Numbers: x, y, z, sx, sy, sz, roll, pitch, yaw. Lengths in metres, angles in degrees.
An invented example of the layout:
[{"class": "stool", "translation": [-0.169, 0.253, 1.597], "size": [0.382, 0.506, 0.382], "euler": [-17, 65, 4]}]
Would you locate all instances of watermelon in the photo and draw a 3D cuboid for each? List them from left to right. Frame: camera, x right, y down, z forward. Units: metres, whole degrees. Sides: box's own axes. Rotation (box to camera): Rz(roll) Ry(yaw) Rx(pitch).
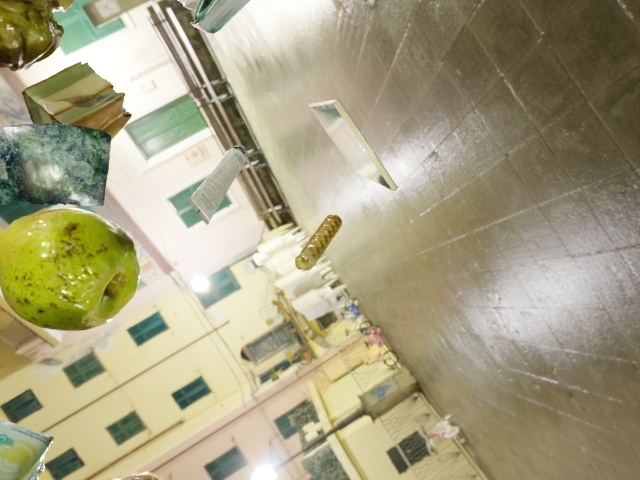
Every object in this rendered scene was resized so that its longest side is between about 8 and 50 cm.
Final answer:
[{"class": "watermelon", "translation": [-0.568, -0.129, 0.871], "size": [0.226, 0.319, 0.148], "euler": [32, -129, -84]}]

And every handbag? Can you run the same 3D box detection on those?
[{"class": "handbag", "translation": [-0.215, -0.631, 1.015], "size": [0.100, 0.274, 0.268], "euler": [49, -167, -18]}]

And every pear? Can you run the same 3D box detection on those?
[{"class": "pear", "translation": [-0.750, 0.080, 1.255], "size": [0.391, 0.391, 0.391], "euler": [58, 172, 12]}]

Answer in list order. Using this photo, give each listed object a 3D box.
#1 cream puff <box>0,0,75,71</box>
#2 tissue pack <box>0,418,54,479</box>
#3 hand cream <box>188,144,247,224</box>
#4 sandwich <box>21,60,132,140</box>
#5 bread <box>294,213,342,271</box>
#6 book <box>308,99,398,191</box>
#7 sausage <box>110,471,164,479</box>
[{"class": "cream puff", "translation": [-0.711, -0.520, 0.891], "size": [0.378, 0.379, 0.275], "euler": [100, 152, -79]}, {"class": "tissue pack", "translation": [-0.693, 0.464, 0.682], "size": [0.288, 0.162, 0.388], "euler": [21, -155, -5]}, {"class": "hand cream", "translation": [-0.201, -0.121, 0.845], "size": [0.042, 0.194, 0.067], "euler": [3, 139, 26]}, {"class": "sandwich", "translation": [-0.620, -0.322, 1.116], "size": [0.155, 0.198, 0.227], "euler": [43, 149, -3]}, {"class": "bread", "translation": [-0.001, 0.000, 1.585], "size": [0.077, 0.084, 0.367], "euler": [34, -144, 2]}, {"class": "book", "translation": [0.066, -0.233, 1.001], "size": [0.228, 0.018, 0.322], "euler": [52, -178, -20]}, {"class": "sausage", "translation": [-0.536, 0.719, 1.174], "size": [0.241, 0.136, 0.120], "euler": [34, -118, -64]}]
